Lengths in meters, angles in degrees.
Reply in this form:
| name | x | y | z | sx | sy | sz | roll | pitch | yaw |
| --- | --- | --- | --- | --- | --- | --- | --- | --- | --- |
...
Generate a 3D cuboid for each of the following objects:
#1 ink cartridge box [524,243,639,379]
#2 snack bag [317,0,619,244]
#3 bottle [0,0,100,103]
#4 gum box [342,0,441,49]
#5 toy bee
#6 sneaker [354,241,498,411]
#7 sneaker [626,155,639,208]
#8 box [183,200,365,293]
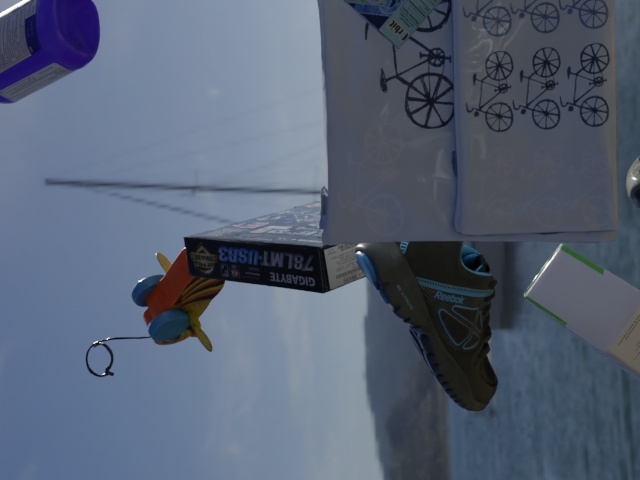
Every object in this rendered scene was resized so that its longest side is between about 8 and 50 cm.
| name | x | y | z | sx | sy | sz | roll | pitch | yaw |
| --- | --- | --- | --- | --- | --- | --- | --- | --- | --- |
| ink cartridge box | 0.496 | 0.141 | 1.900 | 0.273 | 0.115 | 0.198 | 33 | -177 | -42 |
| snack bag | 0.152 | -0.157 | 1.269 | 0.037 | 0.342 | 0.323 | -9 | -82 | -72 |
| bottle | -0.427 | -0.248 | 1.574 | 0.092 | 0.283 | 0.118 | 28 | -130 | -48 |
| gum box | 0.079 | -0.284 | 1.021 | 0.157 | 0.184 | 0.041 | 48 | -170 | 38 |
| toy bee | -0.252 | 0.113 | 1.968 | 0.162 | 0.298 | 0.195 | 7 | -114 | -52 |
| sneaker | 0.173 | 0.094 | 1.449 | 0.341 | 0.139 | 0.125 | 56 | 180 | -44 |
| sneaker | 0.342 | -0.013 | 0.775 | 0.101 | 0.267 | 0.106 | -63 | -27 | -54 |
| box | 0.000 | 0.000 | 1.719 | 0.293 | 0.295 | 0.073 | -16 | -76 | -44 |
